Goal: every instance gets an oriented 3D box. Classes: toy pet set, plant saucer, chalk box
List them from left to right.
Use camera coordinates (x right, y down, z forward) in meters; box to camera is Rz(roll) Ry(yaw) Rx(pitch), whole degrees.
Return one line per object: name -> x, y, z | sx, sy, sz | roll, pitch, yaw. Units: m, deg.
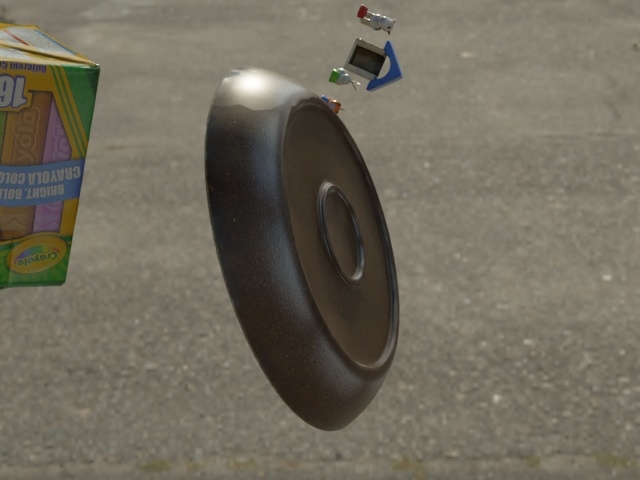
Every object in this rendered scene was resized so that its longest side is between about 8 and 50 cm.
chalk box -> -0.253, -0.042, 0.863 | 0.132, 0.213, 0.132 | -1, 23, -36
plant saucer -> 0.000, 0.000, 1.008 | 0.050, 0.311, 0.310 | -14, 14, 21
toy pet set -> 0.056, -0.190, 1.367 | 0.065, 0.122, 0.114 | 24, 7, 5
